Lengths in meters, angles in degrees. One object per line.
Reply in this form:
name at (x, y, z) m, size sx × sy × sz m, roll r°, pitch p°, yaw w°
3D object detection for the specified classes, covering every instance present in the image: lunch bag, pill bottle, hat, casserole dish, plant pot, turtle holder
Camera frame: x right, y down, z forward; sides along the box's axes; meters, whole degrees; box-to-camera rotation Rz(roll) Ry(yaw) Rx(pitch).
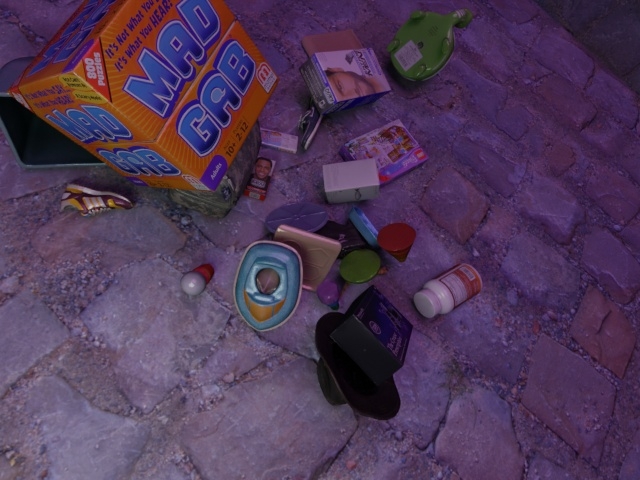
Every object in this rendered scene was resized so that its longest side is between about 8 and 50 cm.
lunch bag at (-0.302, -0.244, 1.198) m, size 0.213 × 0.256 × 0.304 m, roll 23°, pitch 63°, yaw -17°
pill bottle at (0.420, 0.168, 1.343) m, size 0.216 × 0.121 × 0.121 m, roll -24°, pitch 77°, yaw -24°
hat at (0.067, 0.361, 1.115) m, size 0.331 × 0.134 × 0.331 m, roll 38°, pitch 22°, yaw -19°
casserole dish at (0.155, -0.039, 1.364) m, size 0.037 × 0.114 × 0.188 m, roll -38°, pitch 82°, yaw 16°
plant pot at (-0.734, -0.383, 1.150) m, size 0.248 × 0.247 × 0.252 m, roll -6°, pitch 55°, yaw -20°
turtle holder at (0.442, -0.820, 1.670) m, size 0.244 × 0.320 × 0.227 m, roll 30°, pitch 23°, yaw 17°

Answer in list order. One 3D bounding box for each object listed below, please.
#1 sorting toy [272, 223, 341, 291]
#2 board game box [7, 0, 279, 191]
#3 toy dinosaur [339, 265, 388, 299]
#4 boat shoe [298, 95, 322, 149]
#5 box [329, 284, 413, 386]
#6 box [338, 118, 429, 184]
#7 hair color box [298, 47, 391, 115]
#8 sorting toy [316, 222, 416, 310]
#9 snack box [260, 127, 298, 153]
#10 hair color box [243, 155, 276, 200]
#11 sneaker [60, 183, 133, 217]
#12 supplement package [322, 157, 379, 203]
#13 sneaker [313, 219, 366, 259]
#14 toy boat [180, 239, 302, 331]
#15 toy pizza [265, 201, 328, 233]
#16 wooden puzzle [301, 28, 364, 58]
sorting toy at (-0.061, 0.053, 1.205) m, size 0.193 × 0.208 × 0.038 m, roll 17°, pitch 38°, yaw -10°
board game box at (-0.393, -0.366, 0.957) m, size 0.356 × 0.357 × 0.356 m, roll 45°, pitch 62°, yaw -47°
toy dinosaur at (0.132, 0.102, 1.311) m, size 0.212 × 0.064 × 0.112 m, roll -19°, pitch 76°, yaw -23°
boat shoe at (-0.037, -0.433, 1.465) m, size 0.079 × 0.095 × 0.254 m, roll 24°, pitch 62°, yaw -9°
box at (0.154, 0.256, 1.153) m, size 0.184 × 0.103 × 0.261 m, roll 43°, pitch 21°, yaw 5°
box at (0.241, -0.321, 1.527) m, size 0.293 × 0.057 × 0.200 m, roll -29°, pitch 79°, yaw -26°
hair color box at (0.100, -0.594, 1.502) m, size 0.339 × 0.110 × 0.185 m, roll -29°, pitch 95°, yaw -40°
sorting toy at (0.154, 0.097, 1.263) m, size 0.366 × 0.126 × 0.127 m, roll -37°, pitch 44°, yaw -13°
snack box at (-0.169, -0.356, 1.430) m, size 0.179 × 0.022 × 0.064 m, roll 10°, pitch 67°, yaw -14°
hair color box at (-0.201, -0.208, 1.346) m, size 0.072 × 0.043 × 0.141 m, roll 16°, pitch 63°, yaw -10°
sneaker at (-0.634, -0.098, 1.154) m, size 0.186 × 0.069 × 0.083 m, roll 12°, pitch 74°, yaw -6°
supplement package at (0.104, -0.199, 1.372) m, size 0.180 × 0.105 × 0.105 m, roll -7°, pitch 69°, yaw 5°
sneaker at (0.000, 0.000, 1.302) m, size 0.287 × 0.109 × 0.130 m, roll -5°, pitch 60°, yaw -27°
toy boat at (-0.211, 0.125, 1.116) m, size 0.319 × 0.148 × 0.267 m, roll 8°, pitch 102°, yaw 1°
toy pizza at (-0.074, -0.062, 1.283) m, size 0.202 × 0.032 × 0.201 m, roll -4°, pitch 33°, yaw 3°
wooden puzzle at (0.068, -0.763, 1.671) m, size 0.239 × 0.044 × 0.220 m, roll -22°, pitch 77°, yaw -20°
